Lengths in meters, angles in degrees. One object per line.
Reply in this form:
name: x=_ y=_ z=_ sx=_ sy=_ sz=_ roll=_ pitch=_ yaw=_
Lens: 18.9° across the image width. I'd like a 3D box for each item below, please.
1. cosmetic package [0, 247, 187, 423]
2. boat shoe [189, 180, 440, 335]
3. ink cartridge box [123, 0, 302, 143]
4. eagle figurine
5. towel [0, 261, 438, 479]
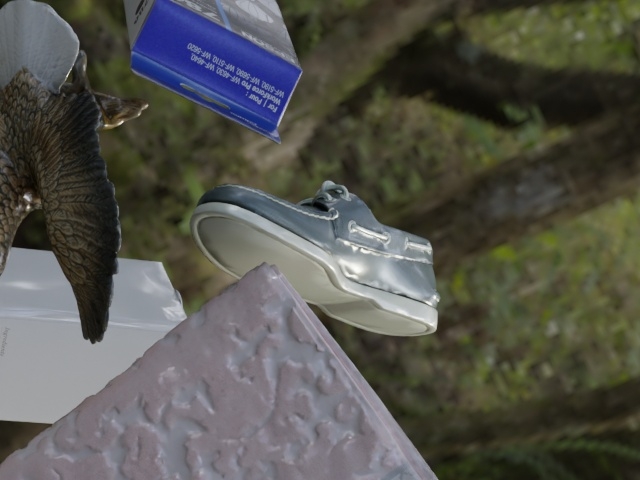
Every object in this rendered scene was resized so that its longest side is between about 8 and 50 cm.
cosmetic package: x=-0.361 y=0.114 z=2.368 sx=0.197 sy=0.366 sz=0.155 roll=-119 pitch=-138 yaw=-59
boat shoe: x=0.000 y=0.000 z=1.768 sx=0.319 sy=0.116 sz=0.099 roll=28 pitch=65 yaw=-44
ink cartridge box: x=-0.110 y=-0.209 z=1.907 sx=0.165 sy=0.065 sz=0.332 roll=26 pitch=18 yaw=-18
eagle figurine: x=-0.259 y=-0.045 z=1.737 sx=0.225 sy=0.226 sz=0.298 roll=29 pitch=39 yaw=-8
towel: x=-0.080 y=0.234 z=1.614 sx=0.317 sy=0.332 sz=0.053 roll=51 pitch=-5 yaw=13
